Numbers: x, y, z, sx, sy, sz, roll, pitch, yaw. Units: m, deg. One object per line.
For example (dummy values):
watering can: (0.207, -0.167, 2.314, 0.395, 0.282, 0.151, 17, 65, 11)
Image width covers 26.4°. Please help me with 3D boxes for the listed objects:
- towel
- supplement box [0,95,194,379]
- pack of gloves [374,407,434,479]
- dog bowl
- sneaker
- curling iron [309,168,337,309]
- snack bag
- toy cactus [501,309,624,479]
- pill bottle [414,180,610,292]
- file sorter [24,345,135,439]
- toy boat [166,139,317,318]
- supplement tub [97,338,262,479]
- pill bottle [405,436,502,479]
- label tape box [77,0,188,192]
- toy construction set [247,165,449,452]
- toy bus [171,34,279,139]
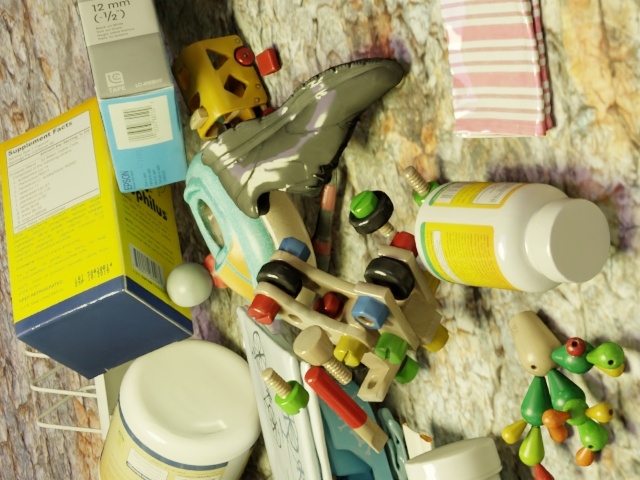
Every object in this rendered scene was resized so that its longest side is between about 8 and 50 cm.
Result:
towel: (0.188, -0.210, 1.495, 0.144, 0.029, 0.197, 5, 108, 55)
supplement box: (-0.345, -0.005, 2.079, 0.194, 0.195, 0.356, -23, 57, 17)
pack of gloves: (0.135, 0.338, 1.807, 0.195, 0.046, 0.232, -151, 51, -67)
dog bowl: (0.043, 0.326, 1.869, 0.166, 0.074, 0.297, 155, 98, -72)
sneaker: (-0.008, -0.128, 1.695, 0.286, 0.109, 0.130, -31, 87, 25)
curling iron: (0.000, 0.000, 1.866, 0.068, 0.035, 0.274, -114, 22, -54)
snack bag: (-0.039, 0.271, 1.883, 0.342, 0.037, 0.323, -151, 48, -73)
toy cactus: (0.252, 0.161, 1.503, 0.219, 0.112, 0.180, 103, 148, -49)
pill bottle: (0.207, -0.005, 1.470, 0.208, 0.117, 0.117, 4, 107, 56)
file sorter: (-0.396, 0.170, 2.331, 0.173, 0.193, 0.278, 2, 107, 23)
toy boat: (-0.124, 0.014, 1.894, 0.267, 0.148, 0.318, 61, 158, 8)
supplement tub: (-0.229, 0.331, 2.166, 0.228, 0.228, 0.316, 54, 142, 29)
pill bottle: (0.193, 0.379, 1.621, 0.152, 0.152, 0.272, -19, 86, 57)
label tape box: (-0.283, -0.282, 1.964, 0.249, 0.115, 0.348, 90, 164, -63)
toy construction set: (0.065, 0.126, 1.624, 0.257, 0.309, 0.237, -24, 124, 29)
toy bus: (-0.135, -0.186, 1.923, 0.202, 0.104, 0.191, 30, 127, 48)
